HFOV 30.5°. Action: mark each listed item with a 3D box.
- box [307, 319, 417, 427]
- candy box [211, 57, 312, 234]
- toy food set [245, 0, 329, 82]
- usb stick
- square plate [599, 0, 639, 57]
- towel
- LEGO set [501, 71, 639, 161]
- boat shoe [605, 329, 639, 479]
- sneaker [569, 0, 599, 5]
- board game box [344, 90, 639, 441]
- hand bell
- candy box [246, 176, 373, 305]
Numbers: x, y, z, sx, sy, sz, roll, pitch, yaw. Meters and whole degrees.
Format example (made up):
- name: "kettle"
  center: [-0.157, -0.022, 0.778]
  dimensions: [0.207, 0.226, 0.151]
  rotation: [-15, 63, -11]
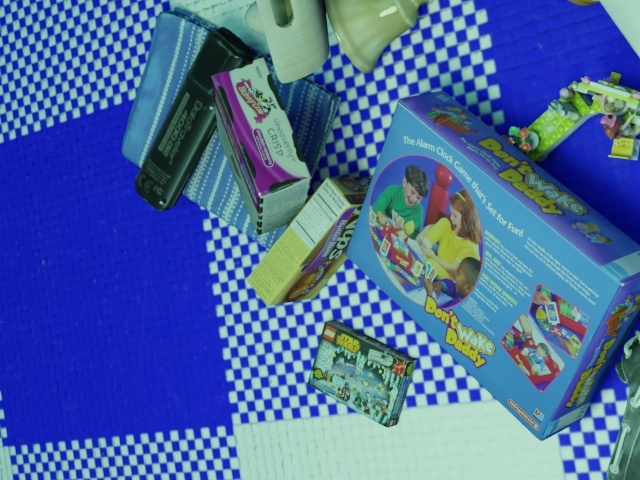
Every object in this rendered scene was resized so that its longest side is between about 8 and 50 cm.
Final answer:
- name: "box"
  center: [0.052, 0.172, 1.529]
  dimensions: [0.137, 0.027, 0.094]
  rotation: [24, 105, 33]
- name: "candy box"
  center: [-0.074, -0.110, 1.459]
  dimensions: [0.071, 0.233, 0.159]
  rotation: [-21, 82, -8]
- name: "toy food set"
  center: [-0.059, -0.363, 1.399]
  dimensions: [0.092, 0.220, 0.306]
  rotation: [-11, 43, 5]
- name: "usb stick"
  center: [-0.179, -0.165, 1.631]
  dimensions: [0.077, 0.045, 0.278]
  rotation: [40, 117, 18]
- name: "square plate"
  center: [0.390, -0.385, 1.163]
  dimensions: [0.347, 0.049, 0.344]
  rotation: [-33, 72, 6]
- name: "towel"
  center: [-0.140, -0.160, 1.647]
  dimensions: [0.336, 0.040, 0.243]
  rotation: [32, 111, 30]
- name: "LEGO set"
  center: [0.285, -0.122, 1.298]
  dimensions: [0.287, 0.107, 0.132]
  rotation: [-3, 91, 36]
- name: "boat shoe"
  center: [0.369, 0.136, 1.258]
  dimensions: [0.102, 0.108, 0.301]
  rotation: [17, 109, 33]
- name: "sneaker"
  center: [0.284, -0.397, 1.293]
  dimensions: [0.123, 0.106, 0.290]
  rotation: [138, 135, -68]
- name: "board game box"
  center: [0.192, 0.022, 1.333]
  dimensions: [0.347, 0.078, 0.233]
  rotation: [44, 133, 31]
- name: "hand bell"
  center: [0.138, -0.305, 1.415]
  dimensions: [0.242, 0.126, 0.126]
  rotation: [-21, 80, 23]
- name: "candy box"
  center: [0.000, 0.000, 1.510]
  dimensions: [0.053, 0.109, 0.187]
  rotation: [51, 118, 21]
